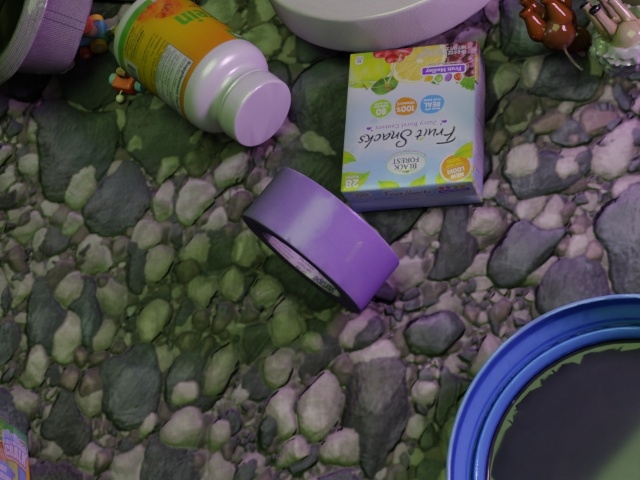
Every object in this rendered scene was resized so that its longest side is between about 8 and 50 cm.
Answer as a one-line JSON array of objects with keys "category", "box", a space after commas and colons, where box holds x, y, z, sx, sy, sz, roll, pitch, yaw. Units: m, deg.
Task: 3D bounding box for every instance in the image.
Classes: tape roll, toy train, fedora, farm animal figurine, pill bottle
[{"category": "tape roll", "box": [0.000, 0.000, 1.743, 0.189, 0.189, 0.080, 34, 80, 30]}, {"category": "toy train", "box": [-0.315, -0.276, 2.080, 0.166, 0.046, 0.125, 19, 73, 27]}, {"category": "fedora", "box": [-0.418, -0.323, 2.067, 0.275, 0.124, 0.243, 3, 79, 56]}, {"category": "farm animal figurine", "box": [0.428, -0.312, 1.738, 0.330, 0.172, 0.327, -42, 17, -3]}, {"category": "tape roll", "box": [0.095, -0.426, 1.953, 0.392, 0.072, 0.392, -11, 54, 15]}, {"category": "pill bottle", "box": [-0.158, -0.232, 1.947, 0.246, 0.136, 0.136, 38, 83, 31]}]

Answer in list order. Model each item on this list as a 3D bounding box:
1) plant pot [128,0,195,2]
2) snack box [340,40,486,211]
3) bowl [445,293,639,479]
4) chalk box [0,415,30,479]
[{"category": "plant pot", "box": [-0.264, -0.475, 2.088, 0.187, 0.188, 0.167, 7, 57, 24]}, {"category": "snack box", "box": [0.122, -0.147, 1.839, 0.174, 0.070, 0.207, -5, 66, 18]}, {"category": "bowl", "box": [0.335, 0.251, 1.561, 0.391, 0.077, 0.391, -8, 63, 17]}, {"category": "chalk box", "box": [-0.456, 0.294, 1.806, 0.132, 0.132, 0.213, -17, 61, 12]}]
